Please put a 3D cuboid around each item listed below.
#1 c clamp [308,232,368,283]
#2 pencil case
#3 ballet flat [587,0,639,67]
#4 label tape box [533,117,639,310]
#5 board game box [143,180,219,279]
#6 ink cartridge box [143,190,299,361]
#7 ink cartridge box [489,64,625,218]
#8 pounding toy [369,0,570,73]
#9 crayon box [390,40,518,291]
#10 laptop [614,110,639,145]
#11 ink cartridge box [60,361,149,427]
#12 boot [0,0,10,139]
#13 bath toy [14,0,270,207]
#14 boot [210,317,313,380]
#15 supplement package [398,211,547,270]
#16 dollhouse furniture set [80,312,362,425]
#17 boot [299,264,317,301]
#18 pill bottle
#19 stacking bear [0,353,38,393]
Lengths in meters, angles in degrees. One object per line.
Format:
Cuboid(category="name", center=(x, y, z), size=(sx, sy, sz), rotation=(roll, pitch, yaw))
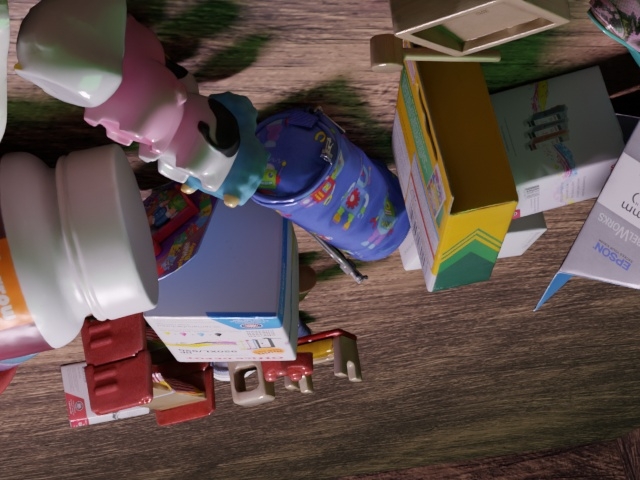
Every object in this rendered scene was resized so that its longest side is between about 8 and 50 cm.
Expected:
Cuboid(category="c clamp", center=(0.000, 0.000, 1.968), size=(0.022, 0.160, 0.137), rotation=(-45, 178, 2))
Cuboid(category="pencil case", center=(0.014, -0.068, 1.799), size=(0.119, 0.133, 0.306), rotation=(27, 178, 26))
Cuboid(category="ballet flat", center=(0.360, -0.234, 1.635), size=(0.079, 0.077, 0.221), rotation=(-40, 153, 15))
Cuboid(category="label tape box", center=(0.408, -0.055, 1.767), size=(0.241, 0.106, 0.333), rotation=(-33, 152, -49))
Cuboid(category="board game box", center=(-0.190, -0.023, 1.764), size=(0.133, 0.168, 0.033), rotation=(-10, 136, 35))
Cuboid(category="ink cartridge box", center=(-0.121, 0.051, 1.923), size=(0.171, 0.168, 0.232), rotation=(0, 162, 5))
Cuboid(category="ink cartridge box", center=(0.273, -0.114, 1.817), size=(0.176, 0.127, 0.128), rotation=(-14, 161, 3))
Cuboid(category="pounding toy", center=(0.130, -0.233, 1.450), size=(0.206, 0.094, 0.181), rotation=(-14, 169, 33))
Cuboid(category="crayon box", center=(0.148, -0.088, 1.691), size=(0.083, 0.203, 0.323), rotation=(-12, 162, -4))
Cuboid(category="laptop", center=(0.509, -0.178, 1.973), size=(0.264, 0.136, 0.234), rotation=(-41, 158, 3))
Cuboid(category="ink cartridge box", center=(-0.360, 0.251, 2.497), size=(0.135, 0.099, 0.056), rotation=(-9, 161, -10))
Cuboid(category="boot", center=(-0.373, -0.154, 1.345), size=(0.176, 0.088, 0.244), rotation=(-7, 153, -15))
Cuboid(category="bath toy", center=(-0.168, -0.152, 1.429), size=(0.151, 0.129, 0.348), rotation=(19, 171, 28))
Cuboid(category="boot", center=(-0.110, 0.175, 2.517), size=(0.190, 0.069, 0.086), rotation=(-23, 153, 4))
Cuboid(category="supplement package", center=(0.200, -0.033, 2.039), size=(0.179, 0.105, 0.105), rotation=(-8, 160, -17))
Cuboid(category="dollhouse furniture set", center=(-0.151, 0.166, 2.263), size=(0.374, 0.152, 0.201), rotation=(-15, 162, 22))
Cuboid(category="boot", center=(-0.115, 0.083, 2.228), size=(0.197, 0.073, 0.152), rotation=(1, 164, -22))
Cuboid(category="pill bottle", center=(-0.390, 0.029, 1.640), size=(0.392, 0.224, 0.224), rotation=(-14, 161, 2))
Cuboid(category="stacking bear", center=(-0.372, 0.058, 1.857), size=(0.289, 0.175, 0.164), rotation=(-39, 176, 34))
